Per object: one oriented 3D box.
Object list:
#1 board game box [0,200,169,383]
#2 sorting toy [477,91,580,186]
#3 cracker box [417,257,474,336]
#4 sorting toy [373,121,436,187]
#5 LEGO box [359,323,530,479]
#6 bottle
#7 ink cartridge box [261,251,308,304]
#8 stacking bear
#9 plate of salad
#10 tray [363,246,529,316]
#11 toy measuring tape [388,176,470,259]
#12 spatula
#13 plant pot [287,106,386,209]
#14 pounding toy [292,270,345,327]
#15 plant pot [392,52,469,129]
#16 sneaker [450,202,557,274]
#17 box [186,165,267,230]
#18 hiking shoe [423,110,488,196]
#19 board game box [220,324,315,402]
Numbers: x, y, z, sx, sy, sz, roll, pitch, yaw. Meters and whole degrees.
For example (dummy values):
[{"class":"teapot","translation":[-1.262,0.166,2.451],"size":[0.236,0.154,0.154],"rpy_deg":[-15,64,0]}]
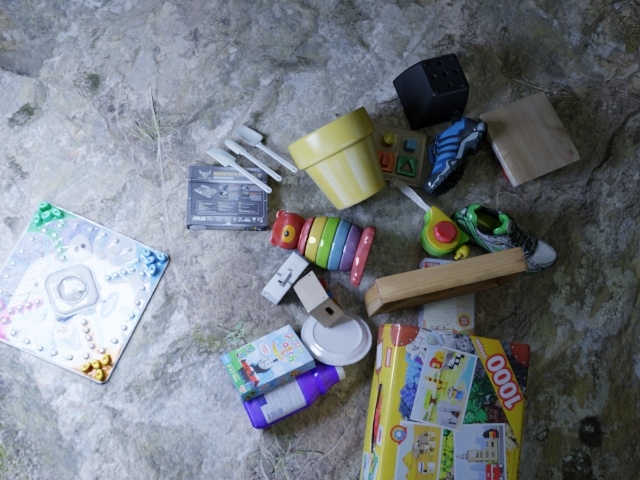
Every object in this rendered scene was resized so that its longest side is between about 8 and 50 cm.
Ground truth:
[{"class":"board game box","translation":[-0.671,0.130,1.719],"size":[0.390,0.050,0.389],"rpy_deg":[25,72,-3]},{"class":"sorting toy","translation":[0.663,-0.319,2.073],"size":[0.256,0.089,0.257],"rpy_deg":[-22,80,-15]},{"class":"cracker box","translation":[0.373,0.176,1.892],"size":[0.156,0.067,0.232],"rpy_deg":[6,75,-6]},{"class":"sorting toy","translation":[0.241,-0.276,2.004],"size":[0.348,0.047,0.195],"rpy_deg":[11,73,-7]},{"class":"LEGO box","translation":[0.324,0.495,1.697],"size":[0.373,0.193,0.499],"rpy_deg":[9,81,-8]},{"class":"bottle","translation":[-0.071,0.404,1.733],"size":[0.283,0.092,0.118],"rpy_deg":[-23,84,-16]},{"class":"ink cartridge box","translation":[-0.102,0.110,1.806],"size":[0.056,0.099,0.135],"rpy_deg":[38,72,1]},{"class":"stacking bear","translation":[0.000,0.000,1.828],"size":[0.289,0.164,0.175],"rpy_deg":[17,103,5]},{"class":"plate of salad","translation":[0.045,0.274,1.794],"size":[0.200,0.048,0.199],"rpy_deg":[4,44,-3]},{"class":"tray","translation":[0.337,0.115,1.762],"size":[0.412,0.203,0.076],"rpy_deg":[-11,75,-10]},{"class":"toy measuring tape","translation":[0.312,-0.051,1.924],"size":[0.330,0.121,0.121],"rpy_deg":[41,72,6]},{"class":"spatula","translation":[-0.194,-0.242,1.884],"size":[0.242,0.019,0.168],"rpy_deg":[36,52,18]},{"class":"plant pot","translation":[0.069,-0.230,1.870],"size":[0.254,0.254,0.238],"rpy_deg":[-31,99,-17]},{"class":"pounding toy","translation":[0.010,0.158,1.790],"size":[0.100,0.141,0.130],"rpy_deg":[-37,48,4]},{"class":"plant pot","translation":[0.367,-0.487,2.025],"size":[0.188,0.167,0.187],"rpy_deg":[-16,79,-16]},{"class":"sneaker","translation":[0.567,-0.003,1.938],"size":[0.344,0.146,0.134],"rpy_deg":[23,72,-4]},{"class":"box","translation":[-0.272,-0.122,1.861],"size":[0.231,0.056,0.182],"rpy_deg":[0,73,-11]},{"class":"hiking shoe","translation":[0.396,-0.263,1.985],"size":[0.132,0.113,0.304],"rpy_deg":[31,69,25]},{"class":"board game box","translation":[-0.143,0.328,1.721],"size":[0.212,0.039,0.160],"rpy_deg":[-23,38,-17]}]
